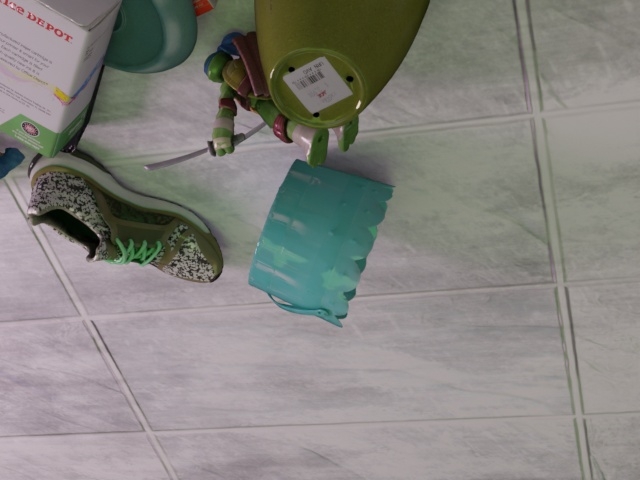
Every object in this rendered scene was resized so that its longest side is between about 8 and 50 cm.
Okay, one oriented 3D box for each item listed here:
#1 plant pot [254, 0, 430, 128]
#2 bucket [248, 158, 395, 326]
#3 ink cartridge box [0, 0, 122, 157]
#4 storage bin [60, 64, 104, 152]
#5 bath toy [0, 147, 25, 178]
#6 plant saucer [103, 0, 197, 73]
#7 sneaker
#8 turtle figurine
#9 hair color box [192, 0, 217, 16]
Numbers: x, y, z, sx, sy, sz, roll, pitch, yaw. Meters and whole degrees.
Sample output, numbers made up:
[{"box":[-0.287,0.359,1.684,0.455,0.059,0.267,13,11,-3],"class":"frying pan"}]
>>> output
[{"box":[0.014,-0.303,1.565,0.275,0.293,0.274,6,134,6],"class":"plant pot"},{"box":[0.000,0.000,1.875,0.183,0.281,0.281,21,134,3],"class":"bucket"},{"box":[-0.446,-0.296,1.659,0.201,0.117,0.278,30,133,-1],"class":"ink cartridge box"},{"box":[-0.454,-0.253,1.849,0.122,0.084,0.180,20,132,-8],"class":"storage bin"},{"box":[-0.650,-0.251,1.863,0.129,0.151,0.348,-32,125,-10],"class":"bath toy"},{"box":[-0.340,-0.375,1.670,0.318,0.043,0.317,21,146,15],"class":"plant saucer"},{"box":[-0.377,0.000,2.002,0.410,0.182,0.158,28,131,-16],"class":"sneaker"},{"box":[-0.090,-0.179,1.751,0.266,0.274,0.198,26,-177,25],"class":"turtle figurine"},{"box":[-0.217,-0.431,1.628,0.053,0.093,0.167,-18,126,26],"class":"hair color box"}]
